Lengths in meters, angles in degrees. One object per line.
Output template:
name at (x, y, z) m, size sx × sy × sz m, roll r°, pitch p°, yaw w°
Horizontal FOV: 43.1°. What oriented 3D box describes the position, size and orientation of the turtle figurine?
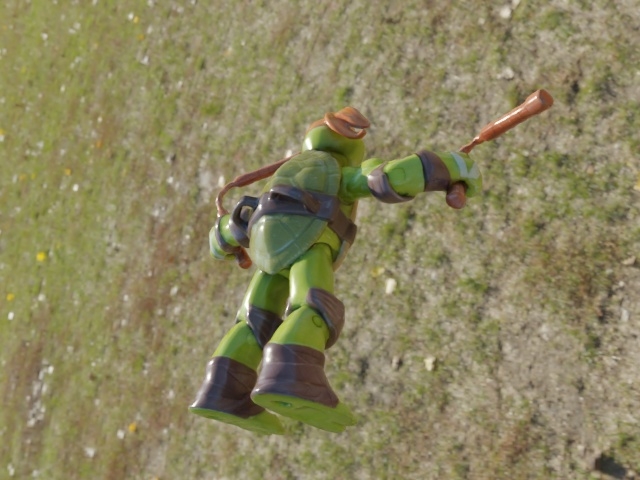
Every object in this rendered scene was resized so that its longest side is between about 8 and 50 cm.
turtle figurine at (0.000, 0.000, 0.482) m, size 0.269 × 0.087 × 0.217 m, roll -10°, pitch 54°, yaw 38°
